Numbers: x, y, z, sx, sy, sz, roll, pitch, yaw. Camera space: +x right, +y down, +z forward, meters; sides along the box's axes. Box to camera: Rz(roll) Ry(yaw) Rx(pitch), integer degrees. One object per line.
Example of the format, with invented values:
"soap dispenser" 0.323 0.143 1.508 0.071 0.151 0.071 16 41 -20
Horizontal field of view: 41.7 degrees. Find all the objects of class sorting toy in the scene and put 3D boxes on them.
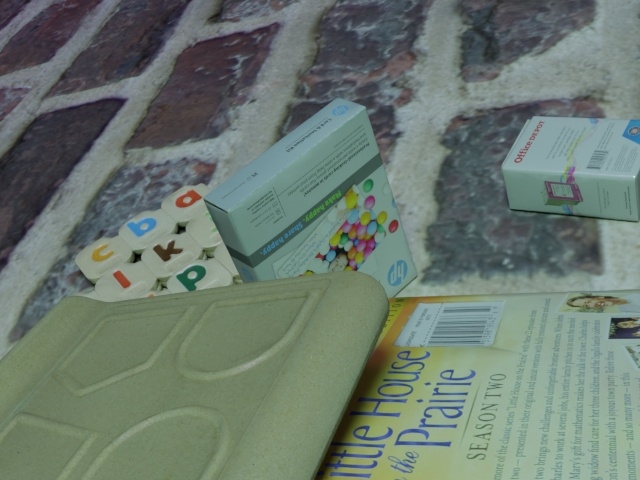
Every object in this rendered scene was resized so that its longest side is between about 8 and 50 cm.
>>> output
"sorting toy" -0.110 0.118 0.406 0.229 0.041 0.307 -5 30 25

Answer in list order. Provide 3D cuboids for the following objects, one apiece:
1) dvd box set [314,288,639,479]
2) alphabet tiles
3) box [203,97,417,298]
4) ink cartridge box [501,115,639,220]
"dvd box set" 0.205 0.098 0.448 0.420 0.062 0.307 -3 14 19
"alphabet tiles" -0.136 0.033 0.859 0.284 0.021 0.278 -35 39 -17
"box" 0.000 0.000 0.693 0.145 0.186 0.038 -39 42 -22
"ink cartridge box" 0.241 -0.069 0.774 0.122 0.052 0.088 9 46 33
